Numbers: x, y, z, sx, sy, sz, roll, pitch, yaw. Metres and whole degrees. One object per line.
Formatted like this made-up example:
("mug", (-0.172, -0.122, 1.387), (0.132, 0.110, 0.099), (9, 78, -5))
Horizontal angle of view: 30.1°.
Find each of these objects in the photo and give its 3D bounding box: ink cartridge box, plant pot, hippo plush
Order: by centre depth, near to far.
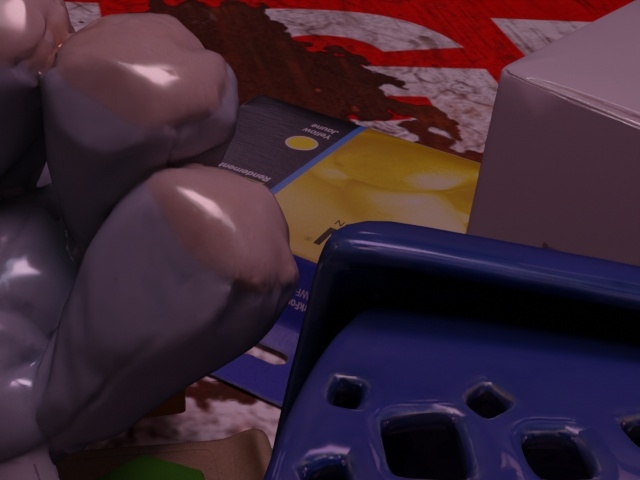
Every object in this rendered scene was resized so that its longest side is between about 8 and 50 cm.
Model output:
("plant pot", (0.077, 0.134, 0.452), (0.236, 0.236, 0.212), (10, 46, -3))
("hippo plush", (-0.100, 0.021, 0.580), (0.234, 0.294, 0.236), (-14, -3, 15))
("ink cartridge box", (0.206, 0.028, 0.697), (0.197, 0.270, 0.198), (26, 35, 27))
("ink cartridge box", (0.000, 0.000, 0.892), (0.303, 0.072, 0.307), (21, 31, 20))

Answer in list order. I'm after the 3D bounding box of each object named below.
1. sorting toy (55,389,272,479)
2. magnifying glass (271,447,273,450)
("sorting toy", (-0.130, 0.145, 0.615), (0.229, 0.041, 0.307), (-6, 35, -13))
("magnifying glass", (0.032, 0.178, 0.644), (0.231, 0.026, 0.092), (25, 35, 24))
